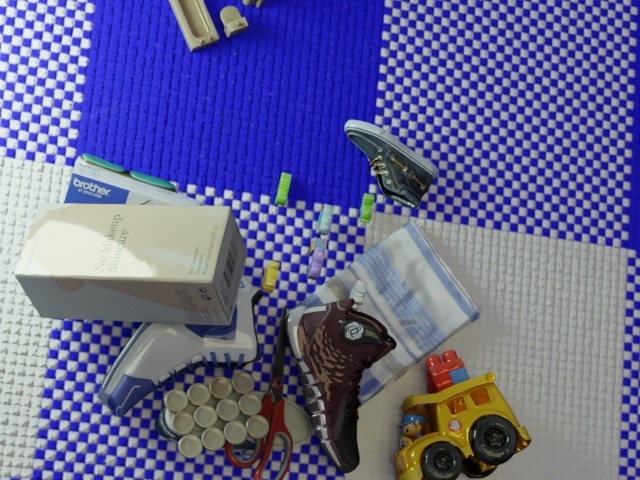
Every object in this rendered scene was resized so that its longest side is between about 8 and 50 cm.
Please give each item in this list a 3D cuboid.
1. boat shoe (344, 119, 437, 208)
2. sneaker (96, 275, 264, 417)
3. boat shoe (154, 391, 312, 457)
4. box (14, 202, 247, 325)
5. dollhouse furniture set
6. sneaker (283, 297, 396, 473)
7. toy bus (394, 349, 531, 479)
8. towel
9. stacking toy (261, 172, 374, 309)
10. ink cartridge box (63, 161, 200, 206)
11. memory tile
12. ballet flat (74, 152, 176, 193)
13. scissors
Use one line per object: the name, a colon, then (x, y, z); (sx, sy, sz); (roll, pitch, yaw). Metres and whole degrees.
boat shoe: (0.110, -0.131, 2.004); (0.183, 0.065, 0.083); (31, 73, -9)
sneaker: (-0.194, 0.166, 1.841); (0.182, 0.127, 0.315); (39, 72, -3)
boat shoe: (-0.137, 0.295, 1.855); (0.254, 0.079, 0.095); (4, 65, -28)
box: (-0.282, 0.035, 1.759); (0.311, 0.121, 0.148); (0, 54, 12)
dollhouse furniture set: (-0.166, -0.421, 1.951); (0.151, 0.123, 0.144); (-22, 87, -17)
sneaker: (0.056, 0.224, 1.873); (0.162, 0.106, 0.281); (-18, 93, 9)
toy bus: (0.204, 0.297, 1.924); (0.220, 0.149, 0.211); (-19, 73, -14)
towel: (0.113, 0.122, 1.979); (0.285, 0.034, 0.209); (-35, 90, -17)
stacking toy: (0.000, 0.000, 1.942); (0.167, 0.052, 0.221); (13, 67, -10)
ink cartridge box: (-0.305, -0.045, 1.866); (0.207, 0.046, 0.097); (18, 114, -11)
memory tile: (-0.158, 0.265, 1.787); (0.148, 0.012, 0.113); (-13, 68, -23)
ballet flat: (-0.319, -0.092, 1.899); (0.168, 0.057, 0.052); (20, 104, -7)
scissors: (-0.065, 0.249, 1.858); (0.109, 0.021, 0.297); (30, 57, -14)
